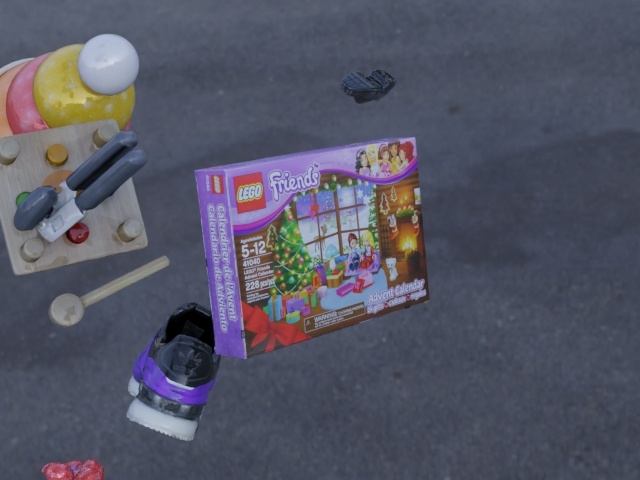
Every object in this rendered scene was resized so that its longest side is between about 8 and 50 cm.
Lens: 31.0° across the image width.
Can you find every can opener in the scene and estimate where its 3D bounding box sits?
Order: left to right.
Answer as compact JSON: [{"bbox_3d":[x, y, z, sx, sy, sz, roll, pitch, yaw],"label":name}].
[{"bbox_3d":[-0.417,-0.087,1.971,0.283,0.076,0.095,-35,-14,32],"label":"can opener"}]

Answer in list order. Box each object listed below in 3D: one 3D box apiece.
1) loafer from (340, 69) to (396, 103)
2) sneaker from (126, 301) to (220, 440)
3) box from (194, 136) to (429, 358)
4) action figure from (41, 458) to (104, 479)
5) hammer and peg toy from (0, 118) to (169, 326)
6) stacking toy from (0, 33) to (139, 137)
[{"bbox_3d":[0.087,-0.289,2.236,0.062,0.061,0.170,43,29,21],"label":"loafer"},{"bbox_3d":[-0.168,0.146,1.430,0.102,0.146,0.293,20,1,-10],"label":"sneaker"},{"bbox_3d":[0.000,0.000,1.291,0.293,0.201,0.057,-14,11,-42],"label":"box"},{"bbox_3d":[-0.310,0.332,1.425,0.139,0.280,0.092,9,58,13],"label":"action figure"},{"bbox_3d":[-0.444,-0.031,2.105,0.265,0.361,0.127,-14,-4,-26],"label":"hammer and peg toy"},{"bbox_3d":[-0.488,-0.283,2.367,0.350,0.351,0.480,-37,7,-34],"label":"stacking toy"}]
